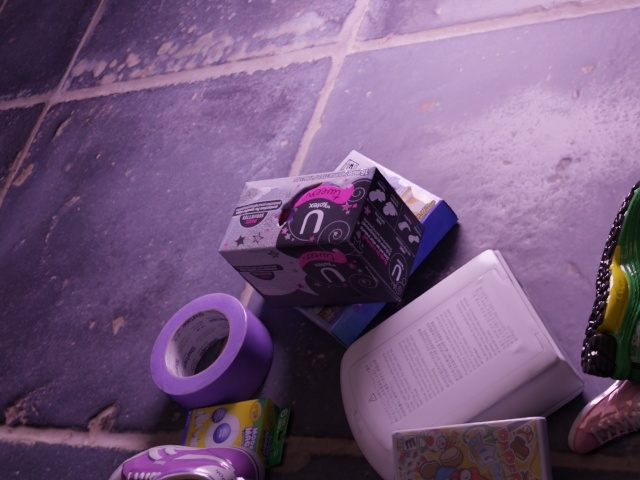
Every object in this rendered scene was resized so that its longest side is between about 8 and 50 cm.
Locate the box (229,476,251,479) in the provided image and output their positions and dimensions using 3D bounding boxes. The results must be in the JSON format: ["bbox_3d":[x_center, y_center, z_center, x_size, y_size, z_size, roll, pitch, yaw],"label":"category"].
[{"bbox_3d":[0.051,0.467,1.436,0.212,0.395,0.293,-55,37,7],"label":"box"}]

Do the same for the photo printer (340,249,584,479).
[{"bbox_3d":[0.175,0.187,1.836,0.307,0.107,0.256,-36,42,9],"label":"photo printer"}]

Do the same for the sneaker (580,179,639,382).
[{"bbox_3d":[0.437,0.053,1.754,0.146,0.134,0.343,16,53,6],"label":"sneaker"}]

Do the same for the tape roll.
[{"bbox_3d":[-0.174,0.183,2.146,0.189,0.080,0.189,-21,45,23],"label":"tape roll"}]

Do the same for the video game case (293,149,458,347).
[{"bbox_3d":[0.048,0.008,2.130,0.269,0.061,0.244,-49,40,-6],"label":"video game case"}]

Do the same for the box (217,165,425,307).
[{"bbox_3d":[0.000,0.000,2.003,0.247,0.163,0.142,-6,52,36],"label":"box"}]

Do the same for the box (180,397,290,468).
[{"bbox_3d":[-0.131,0.300,2.040,0.179,0.043,0.105,-12,50,29],"label":"box"}]

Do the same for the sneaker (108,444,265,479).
[{"bbox_3d":[-0.238,0.360,1.964,0.282,0.161,0.102,-18,88,32],"label":"sneaker"}]

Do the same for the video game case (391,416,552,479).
[{"bbox_3d":[0.192,0.341,1.669,0.206,0.026,0.227,-10,77,28],"label":"video game case"}]

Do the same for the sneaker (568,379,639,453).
[{"bbox_3d":[0.375,0.225,1.685,0.134,0.051,0.070,-43,35,-6],"label":"sneaker"}]
